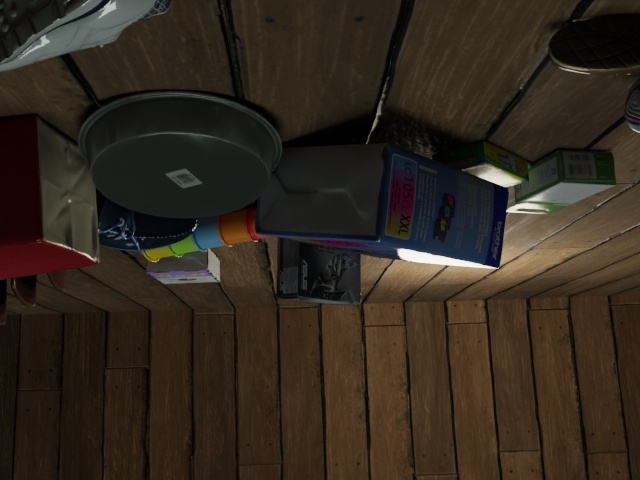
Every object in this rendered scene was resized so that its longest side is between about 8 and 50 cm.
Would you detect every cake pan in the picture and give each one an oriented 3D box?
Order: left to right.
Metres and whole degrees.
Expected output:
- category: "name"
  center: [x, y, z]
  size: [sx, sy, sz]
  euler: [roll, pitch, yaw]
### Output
- category: "cake pan"
  center: [-0.201, -0.111, 1.055]
  size: [0.293, 0.054, 0.293]
  euler: [-3, 155, -2]

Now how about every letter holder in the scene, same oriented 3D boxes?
- category: "letter holder"
  center: [-0.668, 0.081, 1.637]
  size: [0.152, 0.214, 0.302]
  euler: [1, 168, -13]

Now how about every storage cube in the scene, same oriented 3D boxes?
- category: "storage cube"
  center: [-0.457, -0.052, 1.070]
  size: [0.193, 0.214, 0.183]
  euler: [-10, 167, 6]

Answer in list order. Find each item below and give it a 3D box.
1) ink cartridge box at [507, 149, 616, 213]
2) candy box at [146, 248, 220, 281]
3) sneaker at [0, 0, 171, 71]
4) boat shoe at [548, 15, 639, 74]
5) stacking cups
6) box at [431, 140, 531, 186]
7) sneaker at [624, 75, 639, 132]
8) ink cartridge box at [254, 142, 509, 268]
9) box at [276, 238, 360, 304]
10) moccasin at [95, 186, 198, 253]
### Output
- category: "ink cartridge box"
  center: [0.426, -0.103, 1.324]
  size: [0.109, 0.062, 0.209]
  euler: [1, 168, -14]
- category: "candy box"
  center: [-0.372, 0.069, 1.988]
  size: [0.165, 0.070, 0.196]
  euler: [-3, 168, 1]
- category: "sneaker"
  center: [-0.252, -0.205, 0.684]
  size: [0.235, 0.090, 0.095]
  euler: [-7, 177, 30]
- category: "boat shoe"
  center: [0.340, -0.209, 0.803]
  size: [0.178, 0.064, 0.060]
  euler: [-5, 166, 3]
- category: "stacking cups"
  center: [-0.232, -0.024, 1.544]
  size: [0.316, 0.095, 0.096]
  euler: [-10, 166, 21]
- category: "box"
  center: [0.285, -0.123, 1.258]
  size: [0.105, 0.043, 0.179]
  euler: [-11, 167, 41]
- category: "sneaker"
  center: [0.517, -0.180, 0.847]
  size: [0.152, 0.114, 0.305]
  euler: [10, 163, -41]
- category: "ink cartridge box"
  center: [0.128, -0.046, 1.215]
  size: [0.270, 0.151, 0.396]
  euler: [5, 177, 44]
- category: "box"
  center: [0.000, 0.000, 1.332]
  size: [0.056, 0.230, 0.183]
  euler: [-8, 167, 39]
- category: "moccasin"
  center: [-0.379, -0.049, 1.270]
  size: [0.342, 0.137, 0.117]
  euler: [2, 163, -21]
